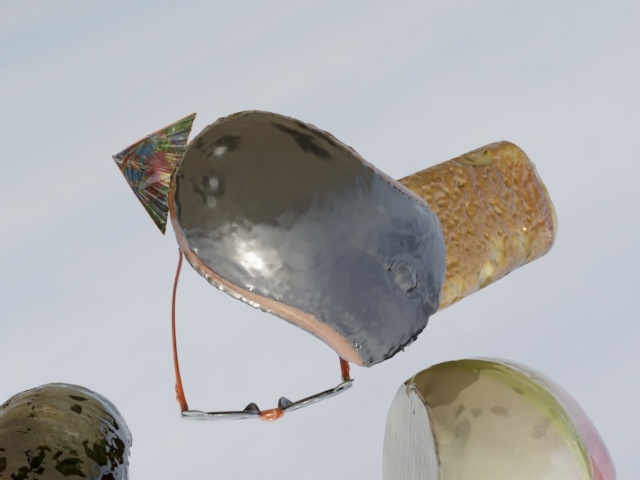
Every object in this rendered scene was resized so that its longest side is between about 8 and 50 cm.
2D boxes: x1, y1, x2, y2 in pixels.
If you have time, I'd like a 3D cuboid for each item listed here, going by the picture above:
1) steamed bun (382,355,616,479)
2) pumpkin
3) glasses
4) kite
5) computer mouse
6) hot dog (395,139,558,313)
[{"bbox_3d":[0.243,0.293,1.481,0.309,0.309,0.309,-21,-159,8],"label":"steamed bun"},{"bbox_3d":[-0.375,0.331,1.444,0.320,0.192,0.320,-39,-151,26],"label":"pumpkin"},{"bbox_3d":[-0.091,0.111,1.544,0.234,0.268,0.118,-11,165,-8],"label":"glasses"},{"bbox_3d":[-0.229,-0.102,1.700,0.159,0.190,0.010,13,-173,-15],"label":"kite"},{"bbox_3d":[0.002,0.000,1.106,0.116,0.323,0.183,9,-108,58],"label":"computer mouse"},{"bbox_3d":[0.135,0.007,1.572,0.405,0.185,0.223,-21,174,-44],"label":"hot dog"}]
